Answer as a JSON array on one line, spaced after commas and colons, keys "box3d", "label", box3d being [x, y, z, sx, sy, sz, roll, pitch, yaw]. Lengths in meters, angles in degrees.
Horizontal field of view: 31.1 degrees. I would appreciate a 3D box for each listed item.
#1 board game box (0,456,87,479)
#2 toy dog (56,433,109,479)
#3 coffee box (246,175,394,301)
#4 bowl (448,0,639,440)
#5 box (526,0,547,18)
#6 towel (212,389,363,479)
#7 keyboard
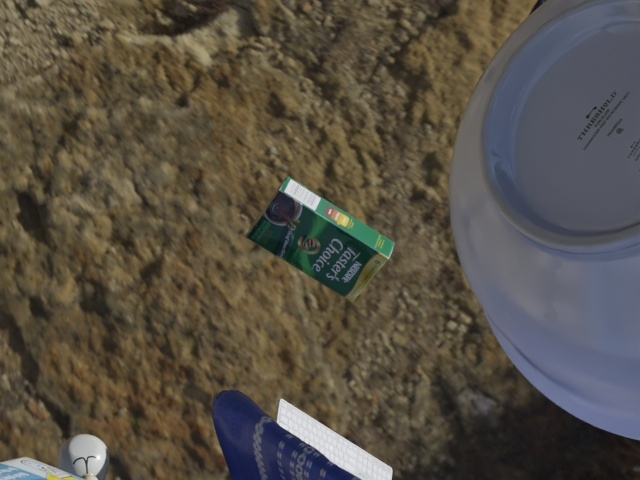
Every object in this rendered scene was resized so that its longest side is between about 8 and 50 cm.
[{"box3d": [-0.156, 0.283, 0.971, 0.336, 0.254, 0.079, 19, 86, 7], "label": "board game box"}, {"box3d": [-0.324, 0.450, 1.613, 0.220, 0.161, 0.333, -28, 127, -8], "label": "toy dog"}, {"box3d": [0.000, 0.000, 1.630, 0.184, 0.040, 0.113, 33, 130, -8], "label": "coffee box"}, {"box3d": [0.180, -0.044, 0.632, 0.134, 0.298, 0.298, 24, 100, -48], "label": "bowl"}, {"box3d": [0.246, -0.100, 0.919, 0.153, 0.207, 0.108, -58, 162, -13], "label": "box"}, {"box3d": [0.076, 0.234, 0.701, 0.040, 0.336, 0.243, -43, 141, -28], "label": "towel"}, {"box3d": [0.021, 0.303, 1.593, 0.014, 0.072, 0.256, -25, 135, 31], "label": "keyboard"}]
